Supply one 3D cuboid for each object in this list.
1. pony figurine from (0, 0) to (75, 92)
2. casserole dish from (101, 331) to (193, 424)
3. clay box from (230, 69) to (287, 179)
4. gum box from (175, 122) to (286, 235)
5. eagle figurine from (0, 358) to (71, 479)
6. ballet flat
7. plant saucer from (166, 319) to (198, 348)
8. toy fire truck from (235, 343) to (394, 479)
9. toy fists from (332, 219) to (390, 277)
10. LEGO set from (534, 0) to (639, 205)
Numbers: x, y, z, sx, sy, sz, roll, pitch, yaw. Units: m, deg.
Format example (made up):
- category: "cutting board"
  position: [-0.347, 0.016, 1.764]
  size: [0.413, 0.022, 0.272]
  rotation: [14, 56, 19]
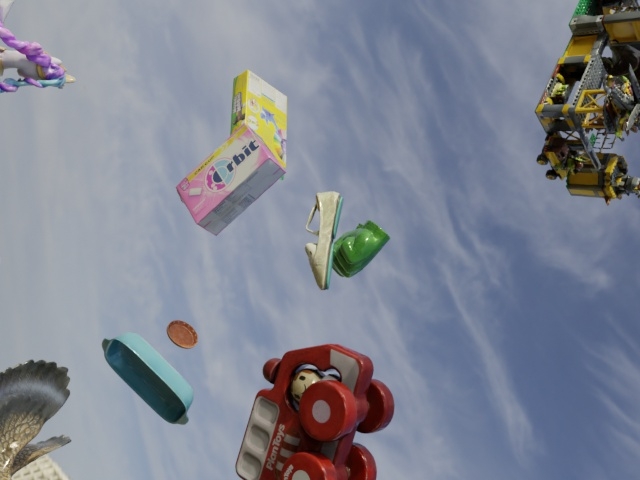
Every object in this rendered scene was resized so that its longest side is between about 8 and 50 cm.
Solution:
- category: "pony figurine"
  position: [-0.727, -0.435, 1.359]
  size: [0.351, 0.364, 0.302]
  rotation: [113, -21, -65]
- category: "casserole dish"
  position: [-0.272, 0.217, 1.041]
  size: [0.188, 0.037, 0.114]
  rotation: [43, -41, 2]
- category: "clay box"
  position: [-0.132, -0.241, 1.398]
  size: [0.053, 0.127, 0.222]
  rotation: [-19, -121, 36]
- category: "gum box"
  position: [-0.168, -0.107, 1.179]
  size: [0.188, 0.062, 0.107]
  rotation: [-41, -125, 8]
- category: "eagle figurine"
  position: [-0.509, 0.361, 1.013]
  size: [0.225, 0.226, 0.298]
  rotation: [54, 19, -34]
- category: "ballet flat"
  position: [0.000, 0.000, 1.037]
  size: [0.057, 0.052, 0.168]
  rotation: [84, 15, -68]
- category: "plant saucer"
  position: [-0.338, 0.230, 1.580]
  size: [0.013, 0.083, 0.083]
  rotation: [-49, -126, 26]
- category: "toy fire truck"
  position: [-0.027, 0.327, 1.167]
  size: [0.254, 0.169, 0.302]
  rotation: [16, -88, 35]
- category: "toy fists"
  position: [0.083, 0.023, 1.648]
  size: [0.096, 0.142, 0.279]
  rotation: [41, -5, -3]
- category: "LEGO set"
  position: [0.447, -0.211, 0.870]
  size: [0.192, 0.331, 0.255]
  rotation: [11, -31, 46]
